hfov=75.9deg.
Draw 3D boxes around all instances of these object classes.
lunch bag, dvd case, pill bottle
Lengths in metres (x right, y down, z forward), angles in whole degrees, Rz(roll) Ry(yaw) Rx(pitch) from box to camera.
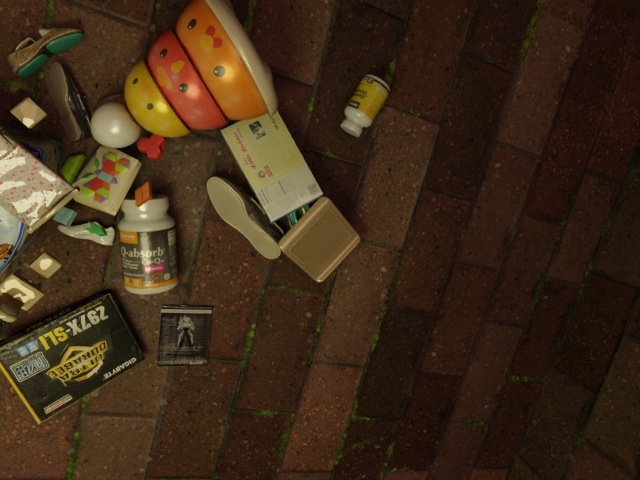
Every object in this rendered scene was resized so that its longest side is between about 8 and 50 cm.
[{"bbox_3d":[-0.814,-0.084,1.014,0.239,0.328,0.386,12,102,-25],"label":"lunch bag"},{"bbox_3d":[-0.465,0.326,1.403,0.164,0.018,0.221,4,103,-18],"label":"dvd case"},{"bbox_3d":[-0.514,0.007,1.226,0.162,0.162,0.278,-4,105,-17],"label":"pill bottle"},{"bbox_3d":[0.143,-0.442,1.354,0.103,0.103,0.184,29,93,-22],"label":"pill bottle"}]

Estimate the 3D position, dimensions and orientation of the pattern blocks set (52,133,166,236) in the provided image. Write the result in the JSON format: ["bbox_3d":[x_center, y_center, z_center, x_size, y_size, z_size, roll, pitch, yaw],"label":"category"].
[{"bbox_3d":[-0.595,-0.174,1.142,0.285,0.026,0.325,11,76,9],"label":"pattern blocks set"}]

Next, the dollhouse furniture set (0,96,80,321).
[{"bbox_3d":[-0.610,-0.055,0.840,0.355,0.174,0.303,-45,122,-7],"label":"dollhouse furniture set"}]

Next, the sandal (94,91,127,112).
[{"bbox_3d":[-0.528,-0.384,1.166,0.219,0.060,0.090,-12,95,-15],"label":"sandal"}]

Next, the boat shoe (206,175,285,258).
[{"bbox_3d":[-0.236,-0.083,1.343,0.112,0.095,0.335,-28,111,29],"label":"boat shoe"}]

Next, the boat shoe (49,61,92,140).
[{"bbox_3d":[-0.686,-0.382,1.136,0.065,0.075,0.206,-28,112,-56],"label":"boat shoe"}]

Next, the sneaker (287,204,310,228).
[{"bbox_3d":[-0.049,-0.026,1.397,0.107,0.110,0.275,-25,111,-11],"label":"sneaker"}]

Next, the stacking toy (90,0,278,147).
[{"bbox_3d":[-0.382,-0.384,1.085,0.480,0.350,0.351,-33,112,-1],"label":"stacking toy"}]

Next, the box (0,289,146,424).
[{"bbox_3d":[-0.737,0.337,1.230,0.322,0.079,0.257,-30,111,-32],"label":"box"}]

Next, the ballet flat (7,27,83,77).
[{"bbox_3d":[-0.728,-0.512,1.074,0.206,0.073,0.067,-39,98,-9],"label":"ballet flat"}]

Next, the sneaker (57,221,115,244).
[{"bbox_3d":[-0.694,-0.031,1.222,0.152,0.053,0.061,15,90,-27],"label":"sneaker"}]

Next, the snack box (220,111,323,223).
[{"bbox_3d":[-0.151,-0.237,1.281,0.187,0.060,0.322,-29,91,-9],"label":"snack box"}]

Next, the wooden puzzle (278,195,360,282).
[{"bbox_3d":[0.000,0.000,1.354,0.221,0.044,0.239,-47,129,-4],"label":"wooden puzzle"}]
